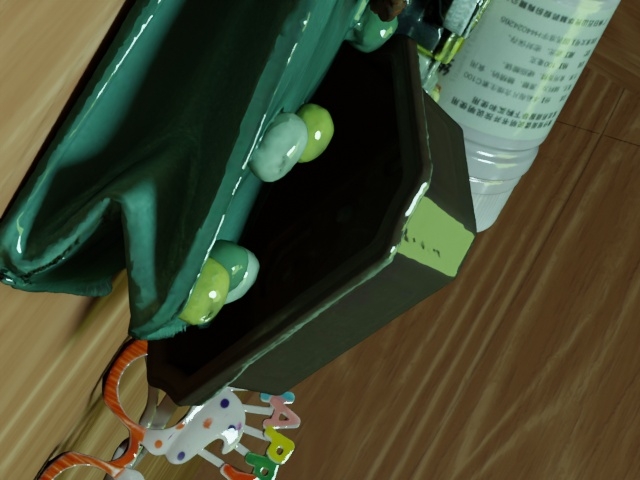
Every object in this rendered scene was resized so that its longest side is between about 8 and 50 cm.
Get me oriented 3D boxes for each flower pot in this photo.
[{"bbox_3d":[0.000,0.000,0.877,0.251,0.084,0.179,-38,-140,35],"label":"flower pot"}]

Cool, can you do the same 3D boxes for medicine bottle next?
[{"bbox_3d":[0.130,-0.138,1.080,0.249,0.133,0.133,-66,173,33],"label":"medicine bottle"}]

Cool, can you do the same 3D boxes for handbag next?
[{"bbox_3d":[-0.033,-0.072,0.726,0.274,0.100,0.269,-59,175,-1],"label":"handbag"}]

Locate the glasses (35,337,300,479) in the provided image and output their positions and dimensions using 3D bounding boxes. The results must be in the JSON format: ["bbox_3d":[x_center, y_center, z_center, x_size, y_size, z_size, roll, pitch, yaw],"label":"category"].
[{"bbox_3d":[-0.125,0.190,1.123,0.255,0.162,0.095,-58,180,-9],"label":"glasses"}]

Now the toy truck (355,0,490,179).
[{"bbox_3d":[0.033,-0.126,0.978,0.272,0.124,0.157,-61,175,32],"label":"toy truck"}]
